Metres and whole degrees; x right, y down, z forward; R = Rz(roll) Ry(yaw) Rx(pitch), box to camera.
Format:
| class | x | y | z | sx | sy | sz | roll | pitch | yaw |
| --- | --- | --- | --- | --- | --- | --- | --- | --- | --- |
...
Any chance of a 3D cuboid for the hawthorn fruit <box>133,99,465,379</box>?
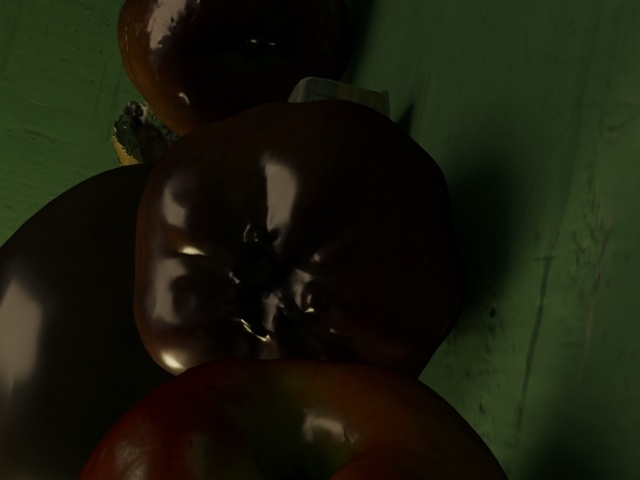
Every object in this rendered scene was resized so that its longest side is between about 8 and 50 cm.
| class | x | y | z | sx | sy | sz | roll | pitch | yaw |
| --- | --- | --- | --- | --- | --- | --- | --- | --- | --- |
| hawthorn fruit | -0.003 | 0.011 | 0.649 | 0.248 | 0.208 | 0.208 | -17 | -57 | -75 |

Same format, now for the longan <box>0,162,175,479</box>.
| class | x | y | z | sx | sy | sz | roll | pitch | yaw |
| --- | --- | --- | --- | --- | --- | --- | --- | --- | --- |
| longan | -0.186 | 0.117 | 1.007 | 0.404 | 0.336 | 0.405 | -55 | -19 | -30 |

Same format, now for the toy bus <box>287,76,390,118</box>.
| class | x | y | z | sx | sy | sz | roll | pitch | yaw |
| --- | --- | --- | --- | --- | --- | --- | --- | --- | --- |
| toy bus | 0.000 | 0.000 | 0.805 | 0.092 | 0.106 | 0.268 | 127 | 155 | -66 |

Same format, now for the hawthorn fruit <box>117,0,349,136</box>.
| class | x | y | z | sx | sy | sz | roll | pitch | yaw |
| --- | --- | --- | --- | --- | --- | --- | --- | --- | --- |
| hawthorn fruit | -0.091 | -0.243 | 1.154 | 0.301 | 0.267 | 0.268 | -161 | 85 | -69 |

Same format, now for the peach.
| class | x | y | z | sx | sy | sz | roll | pitch | yaw |
| --- | --- | --- | --- | --- | --- | --- | --- | --- | --- |
| peach | -0.005 | 0.169 | 0.421 | 0.243 | 0.199 | 0.244 | 33 | 133 | 45 |

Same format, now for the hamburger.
| class | x | y | z | sx | sy | sz | roll | pitch | yaw |
| --- | --- | --- | --- | --- | --- | --- | --- | --- | --- |
| hamburger | -0.214 | -0.073 | 1.577 | 0.132 | 0.309 | 0.211 | -34 | -2 | -12 |
